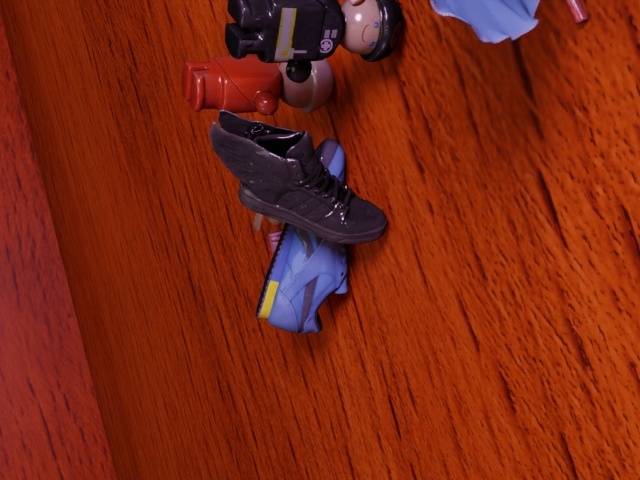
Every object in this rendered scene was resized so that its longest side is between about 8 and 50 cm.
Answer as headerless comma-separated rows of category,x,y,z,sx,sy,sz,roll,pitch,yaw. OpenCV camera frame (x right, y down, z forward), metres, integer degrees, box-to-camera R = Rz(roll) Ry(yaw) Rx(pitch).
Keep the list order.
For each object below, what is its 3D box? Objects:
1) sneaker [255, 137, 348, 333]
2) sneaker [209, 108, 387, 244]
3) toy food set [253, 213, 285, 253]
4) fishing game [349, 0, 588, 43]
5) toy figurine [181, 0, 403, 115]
sneaker,0.000,0.000,0.903,0.069,0.082,0.209,-84,12,-68
sneaker,-0.017,-0.057,0.803,0.051,0.170,0.089,-69,-7,-46
toy food set,-0.031,0.002,0.999,0.122,0.019,0.078,49,143,30
fishing game,0.067,-0.193,0.478,0.041,0.264,0.189,-30,76,39
toy figurine,-0.038,-0.223,0.785,0.213,0.148,0.210,150,111,-64
